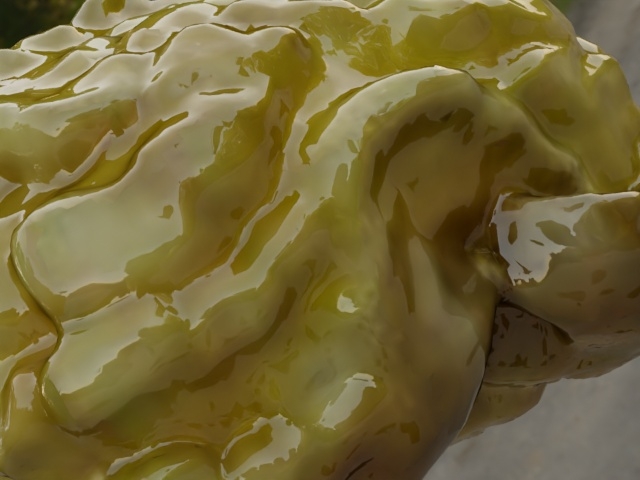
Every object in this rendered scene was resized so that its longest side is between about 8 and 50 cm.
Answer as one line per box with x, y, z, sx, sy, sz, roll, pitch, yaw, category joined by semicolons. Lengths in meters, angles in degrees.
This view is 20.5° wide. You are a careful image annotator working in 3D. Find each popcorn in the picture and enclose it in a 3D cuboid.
-0.009;-0.001;0.433;0.194;0.140;0.163;-24;12;-23;popcorn
